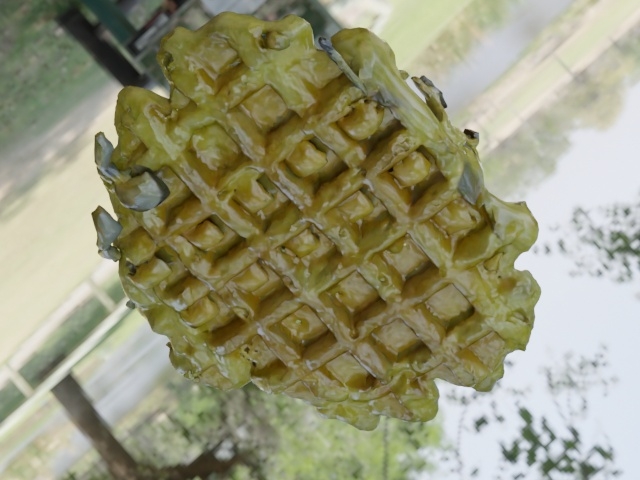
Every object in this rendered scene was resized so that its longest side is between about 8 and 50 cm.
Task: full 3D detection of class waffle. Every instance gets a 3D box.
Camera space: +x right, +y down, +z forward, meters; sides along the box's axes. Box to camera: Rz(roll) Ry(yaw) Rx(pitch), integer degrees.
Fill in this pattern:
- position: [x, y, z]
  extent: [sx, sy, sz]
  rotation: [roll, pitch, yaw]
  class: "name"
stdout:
- position: [0.000, -0.002, 0.721]
  extent: [0.060, 0.262, 0.280]
  rotation: [-81, 177, -55]
  class: "waffle"
